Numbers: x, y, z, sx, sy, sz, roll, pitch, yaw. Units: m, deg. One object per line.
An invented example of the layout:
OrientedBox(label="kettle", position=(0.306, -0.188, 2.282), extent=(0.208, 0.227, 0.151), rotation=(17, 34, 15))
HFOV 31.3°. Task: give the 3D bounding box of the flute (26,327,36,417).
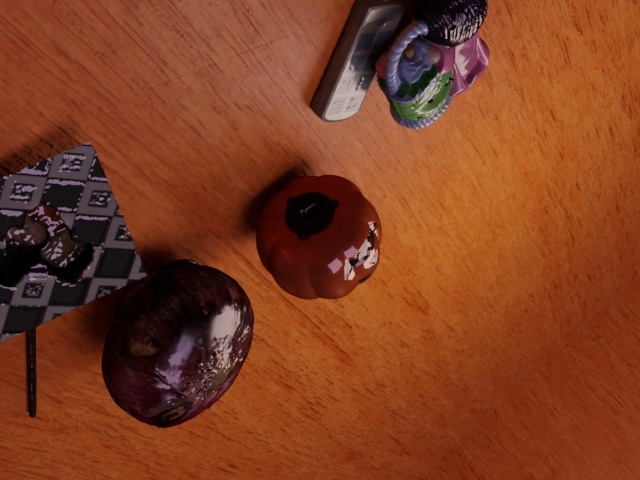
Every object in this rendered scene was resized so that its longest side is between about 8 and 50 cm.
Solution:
OrientedBox(label="flute", position=(-0.403, 0.167, 1.595), extent=(0.014, 0.014, 0.269), rotation=(-23, 146, -31))

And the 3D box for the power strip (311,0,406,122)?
OrientedBox(label="power strip", position=(0.054, -0.254, 1.570), extent=(0.080, 0.029, 0.226), rotation=(-13, 139, -42))

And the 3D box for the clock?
OrientedBox(label="clock", position=(0.158, -0.267, 1.578), extent=(0.194, 0.100, 0.195), rotation=(-47, 156, -15))

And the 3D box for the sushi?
OrientedBox(label="sushi", position=(-0.348, -0.003, 1.381), extent=(0.220, 0.047, 0.231), rotation=(-25, 135, -11))

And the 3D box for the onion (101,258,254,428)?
OrientedBox(label="onion", position=(-0.208, 0.143, 1.628), extent=(0.246, 0.190, 0.246), rotation=(-49, 155, -32))

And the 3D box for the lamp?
OrientedBox(label="lamp", position=(0.000, 0.000, 1.692), extent=(0.188, 0.187, 0.164), rotation=(-38, 151, -8))
